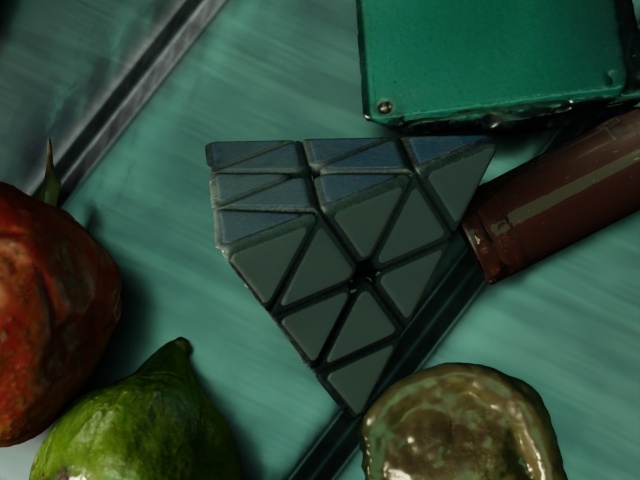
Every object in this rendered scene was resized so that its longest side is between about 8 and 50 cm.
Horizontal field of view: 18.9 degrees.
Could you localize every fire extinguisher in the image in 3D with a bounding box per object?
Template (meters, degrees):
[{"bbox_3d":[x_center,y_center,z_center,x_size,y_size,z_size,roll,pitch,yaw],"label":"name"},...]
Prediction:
[{"bbox_3d":[0.261,-0.057,1.835,0.269,0.105,0.104,-26,80,1],"label":"fire extinguisher"}]

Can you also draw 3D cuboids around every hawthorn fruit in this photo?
[{"bbox_3d":[-0.314,0.070,1.799,0.262,0.258,0.258,-28,80,-6],"label":"hawthorn fruit"}]

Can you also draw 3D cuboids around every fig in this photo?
[{"bbox_3d":[-0.173,0.184,1.811,0.203,0.203,0.235,-2,60,5],"label":"fig"}]

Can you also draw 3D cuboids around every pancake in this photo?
[{"bbox_3d":[0.132,0.234,1.835,0.222,0.042,0.236,20,82,13],"label":"pancake"}]

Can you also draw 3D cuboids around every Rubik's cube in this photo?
[{"bbox_3d":[0.000,-0.001,1.797,0.229,0.233,0.228,22,61,-12],"label":"Rubik's cube"}]

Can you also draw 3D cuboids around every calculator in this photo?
[{"bbox_3d":[0.167,-0.221,1.869,0.274,0.058,0.248,-9,67,4],"label":"calculator"}]
